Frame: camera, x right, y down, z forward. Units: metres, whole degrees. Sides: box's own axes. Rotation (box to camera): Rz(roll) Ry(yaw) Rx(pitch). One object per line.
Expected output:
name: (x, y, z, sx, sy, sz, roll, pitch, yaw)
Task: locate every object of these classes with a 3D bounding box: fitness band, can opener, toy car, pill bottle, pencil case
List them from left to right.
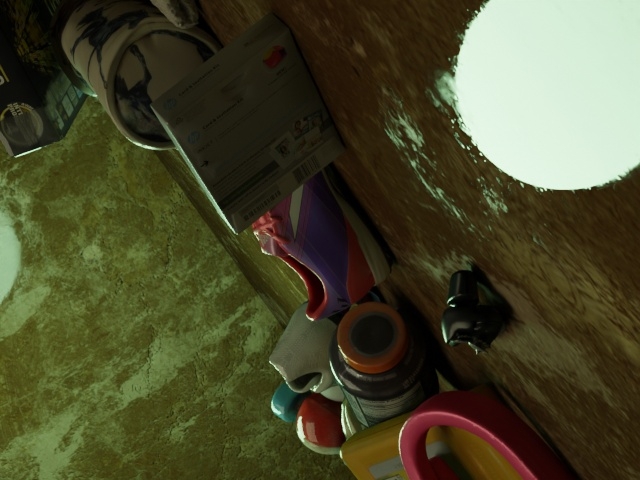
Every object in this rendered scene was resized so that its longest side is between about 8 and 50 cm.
pencil case: (-0.242, -0.233, 1.728, 0.183, 0.160, 0.410, 46, 177, -27)
toy car: (0.054, 0.236, 2.261, 0.219, 0.210, 0.238, 32, 133, 35)
pill bottle: (0.083, 0.164, 1.715, 0.130, 0.130, 0.246, 49, 171, 25)
can opener: (0.148, 0.081, 1.250, 0.059, 0.073, 0.186, 11, 166, 10)
fitness band: (0.212, 0.300, 1.507, 0.291, 0.054, 0.209, 49, 145, 1)

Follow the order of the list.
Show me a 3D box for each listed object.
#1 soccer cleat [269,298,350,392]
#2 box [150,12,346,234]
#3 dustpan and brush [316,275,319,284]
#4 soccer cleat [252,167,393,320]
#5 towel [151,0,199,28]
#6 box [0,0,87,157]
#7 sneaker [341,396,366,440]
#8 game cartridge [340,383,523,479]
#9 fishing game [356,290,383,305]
soccer cleat: (0.013, 0.166, 1.927, 0.116, 0.143, 0.331, 41, -179, 23)
box: (-0.065, -0.108, 1.261, 0.038, 0.145, 0.186, 46, 171, 36)
dustpan and brush: (0.000, 0.000, 1.671, 0.211, 0.060, 0.147, -1, -109, -64)
soccer cleat: (-0.044, -0.052, 1.483, 0.318, 0.116, 0.108, 55, 166, -19)
towel: (-0.232, -0.367, 1.455, 0.187, 0.049, 0.282, 49, 172, 30)
box: (-0.447, -0.346, 1.932, 0.395, 0.097, 0.318, -82, -28, -62)
sneaker: (0.203, 0.363, 2.003, 0.410, 0.158, 0.182, 47, 162, -6)
game cartridge: (0.192, 0.335, 1.645, 0.285, 0.052, 0.323, 52, 148, -2)
fishing game: (0.033, 0.054, 1.868, 0.264, 0.041, 0.189, 50, 170, 22)
